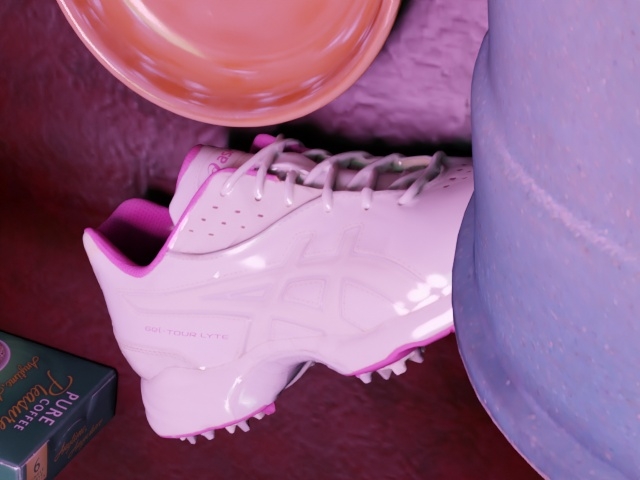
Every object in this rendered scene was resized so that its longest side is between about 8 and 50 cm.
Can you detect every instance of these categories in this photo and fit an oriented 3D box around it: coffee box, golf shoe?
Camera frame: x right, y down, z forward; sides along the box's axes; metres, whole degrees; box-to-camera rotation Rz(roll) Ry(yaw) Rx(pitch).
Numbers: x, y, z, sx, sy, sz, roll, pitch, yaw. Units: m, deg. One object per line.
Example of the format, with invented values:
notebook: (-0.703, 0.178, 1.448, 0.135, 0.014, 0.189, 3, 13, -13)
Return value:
coffee box: (-0.230, 0.093, 0.877, 0.184, 0.113, 0.040, 16, 120, 15)
golf shoe: (0.000, 0.000, 0.723, 0.306, 0.115, 0.140, -25, 100, 32)

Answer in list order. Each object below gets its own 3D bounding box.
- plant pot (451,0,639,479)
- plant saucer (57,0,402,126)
plant pot: (0.183, -0.131, 0.389, 0.341, 0.341, 0.334, 5, 128, 23)
plant saucer: (-0.047, -0.153, 0.706, 0.200, 0.037, 0.200, 11, 121, 19)
